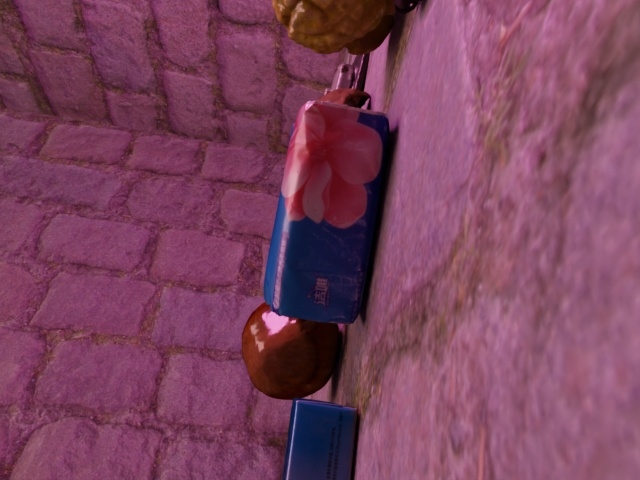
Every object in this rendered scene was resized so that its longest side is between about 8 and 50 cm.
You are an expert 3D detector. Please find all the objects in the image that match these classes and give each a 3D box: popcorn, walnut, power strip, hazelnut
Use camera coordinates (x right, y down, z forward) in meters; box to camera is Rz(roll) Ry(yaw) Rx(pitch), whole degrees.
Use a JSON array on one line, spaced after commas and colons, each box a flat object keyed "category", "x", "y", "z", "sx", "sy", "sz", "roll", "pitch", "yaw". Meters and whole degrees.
[{"category": "popcorn", "x": 0.033, "y": -0.403, "z": 0.698, "sx": 0.251, "sy": 0.206, "sz": 0.237, "roll": -58, "pitch": -35, "yaw": -66}, {"category": "walnut", "x": 0.020, "y": -0.206, "z": 0.913, "sx": 0.238, "sy": 0.141, "sz": 0.204, "roll": 142, "pitch": 141, "yaw": -82}, {"category": "power strip", "x": 0.054, "y": -0.366, "z": 1.208, "sx": 0.251, "sy": 0.092, "sz": 0.257, "roll": -38, "pitch": -40, "yaw": -89}, {"category": "hazelnut", "x": -0.041, "y": 0.171, "z": 0.787, "sx": 0.182, "sy": 0.182, "sz": 0.182, "roll": -171, "pitch": 90, "yaw": -87}]

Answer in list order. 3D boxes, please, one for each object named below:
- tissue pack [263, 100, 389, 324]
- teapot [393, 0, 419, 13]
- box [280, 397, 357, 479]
[{"category": "tissue pack", "x": 0.003, "y": -0.039, "z": 0.652, "sx": 0.209, "sy": 0.137, "sz": 0.270, "roll": -89, "pitch": 7, "yaw": -83}, {"category": "teapot", "x": 0.096, "y": -0.289, "z": 0.508, "sx": 0.100, "sy": 0.045, "sz": 0.068, "roll": 57, "pitch": -163, "yaw": -68}, {"category": "box", "x": -0.011, "y": 0.287, "z": 0.540, "sx": 0.139, "sy": 0.073, "sz": 0.194, "roll": 107, "pitch": 171, "yaw": -71}]
